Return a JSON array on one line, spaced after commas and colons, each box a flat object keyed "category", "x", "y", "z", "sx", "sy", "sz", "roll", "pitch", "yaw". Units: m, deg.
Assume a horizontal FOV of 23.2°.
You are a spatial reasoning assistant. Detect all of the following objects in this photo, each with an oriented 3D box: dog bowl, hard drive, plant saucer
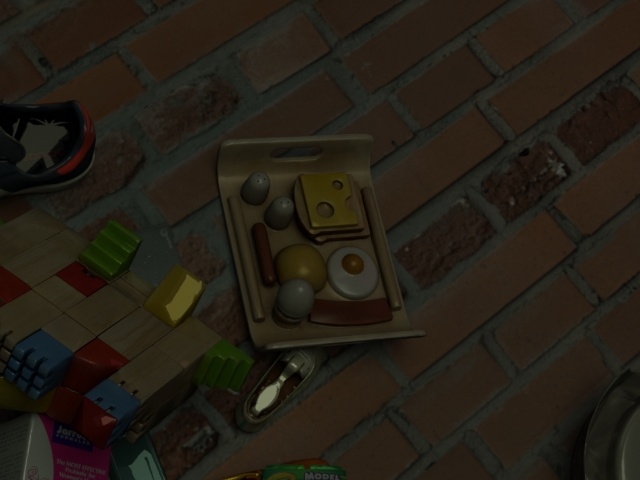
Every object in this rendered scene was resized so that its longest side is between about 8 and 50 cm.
[{"category": "dog bowl", "x": 0.490, "y": 0.322, "z": 2.068, "sx": 0.349, "sy": 0.102, "sz": 0.348, "roll": 6, "pitch": 67, "yaw": -14}, {"category": "hard drive", "x": -0.245, "y": 0.038, "z": 2.001, "sx": 0.135, "sy": 0.022, "sz": 0.094, "roll": -17, "pitch": 75, "yaw": -22}, {"category": "plant saucer", "x": -0.210, "y": 0.318, "z": 1.905, "sx": 0.067, "sy": 0.018, "sz": 0.192, "roll": -18, "pitch": 75, "yaw": -22}]

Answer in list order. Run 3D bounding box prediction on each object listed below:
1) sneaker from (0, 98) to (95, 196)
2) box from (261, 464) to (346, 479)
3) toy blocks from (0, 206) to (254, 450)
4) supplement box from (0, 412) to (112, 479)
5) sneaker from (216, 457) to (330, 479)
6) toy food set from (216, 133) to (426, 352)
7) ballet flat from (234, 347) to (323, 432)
[{"category": "sneaker", "x": -0.443, "y": -0.102, "z": 1.926, "sx": 0.350, "sy": 0.148, "sz": 0.131, "roll": -21, "pitch": 77, "yaw": -23}, {"category": "box", "x": -0.018, "y": 0.333, "z": 1.834, "sx": 0.105, "sy": 0.043, "sz": 0.179, "roll": 1, "pitch": 45, "yaw": -4}, {"category": "toy blocks", "x": -0.305, "y": 0.113, "z": 1.803, "sx": 0.381, "sy": 0.190, "sz": 0.261, "roll": 35, "pitch": 30, "yaw": 11}, {"category": "supplement box", "x": -0.325, "y": 0.322, "z": 1.802, "sx": 0.111, "sy": 0.114, "sz": 0.220, "roll": 19, "pitch": 62, "yaw": -31}, {"category": "sneaker", "x": -0.061, "y": 0.309, "z": 1.926, "sx": 0.175, "sy": 0.067, "sz": 0.064, "roll": -14, "pitch": 72, "yaw": -23}, {"category": "toy food set", "x": 0.000, "y": 0.000, "z": 2.039, "sx": 0.220, "sy": 0.092, "sz": 0.306, "roll": -4, "pitch": 65, "yaw": -19}, {"category": "ballet flat", "x": -0.045, "y": 0.179, "z": 1.989, "sx": 0.057, "sy": 0.052, "sz": 0.168, "roll": 38, "pitch": 63, "yaw": 2}]
